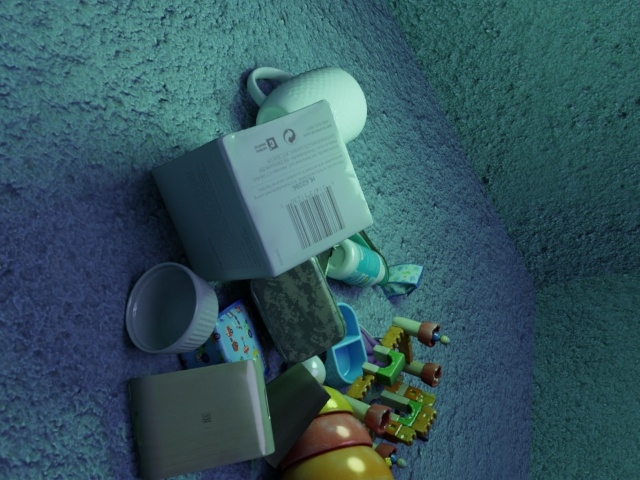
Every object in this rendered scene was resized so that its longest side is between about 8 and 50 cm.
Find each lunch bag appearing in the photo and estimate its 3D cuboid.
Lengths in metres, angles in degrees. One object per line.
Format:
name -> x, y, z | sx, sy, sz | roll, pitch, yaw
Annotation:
lunch bag -> 0.337, 0.158, 2.397 | 0.096, 0.151, 0.129 | 58, 36, -23
lunch bag -> -0.082, 0.175, 1.701 | 0.305, 0.212, 0.256 | 65, -8, -12
lunch bag -> -0.222, 0.277, 1.562 | 0.293, 0.138, 0.221 | -24, 95, -66

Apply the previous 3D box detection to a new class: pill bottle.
pill bottle -> 0.126, 0.087, 2.115 | 0.264, 0.146, 0.146 | 23, 59, -50

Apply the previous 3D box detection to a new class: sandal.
sandal -> 0.222, 0.421, 2.165 | 0.416, 0.102, 0.169 | 34, 51, -43

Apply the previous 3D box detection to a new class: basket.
basket -> -0.097, 0.437, 1.542 | 0.227, 0.154, 0.204 | -43, 111, -11

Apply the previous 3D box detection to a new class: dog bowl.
dog bowl -> 0.066, 0.338, 1.954 | 0.166, 0.074, 0.297 | -13, 88, -39

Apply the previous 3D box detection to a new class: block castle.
block castle -> 0.266, 0.503, 1.963 | 0.453, 0.212, 0.303 | -48, 140, -39

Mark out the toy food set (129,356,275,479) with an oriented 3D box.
toy food set -> -0.264, 0.398, 1.351 | 0.306, 0.092, 0.220 | -6, 81, -19

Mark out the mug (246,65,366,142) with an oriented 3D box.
mug -> -0.080, -0.433, 1.947 | 0.374, 0.276, 0.328 | 44, 42, 8

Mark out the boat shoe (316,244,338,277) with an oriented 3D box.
boat shoe -> 0.000, 0.000, 1.987 | 0.121, 0.119, 0.335 | 27, 56, -49

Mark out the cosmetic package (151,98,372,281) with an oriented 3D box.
cosmetic package -> -0.154, -0.109, 1.481 | 0.329, 0.393, 0.327 | -29, 102, -35

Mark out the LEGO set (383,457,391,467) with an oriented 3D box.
LEGO set -> 0.166, 0.700, 1.780 | 0.087, 0.093, 0.227 | 6, 56, -42

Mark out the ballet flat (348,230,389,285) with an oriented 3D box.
ballet flat -> 0.189, 0.045, 2.282 | 0.280, 0.095, 0.096 | 58, 25, -24

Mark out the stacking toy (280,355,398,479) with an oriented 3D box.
stacking toy -> 0.003, 0.533, 1.675 | 0.350, 0.350, 0.480 | 24, 43, -50

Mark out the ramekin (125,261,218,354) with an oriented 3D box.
ramekin -> -0.332, 0.162, 1.364 | 0.109, 0.207, 0.207 | 33, 51, -58

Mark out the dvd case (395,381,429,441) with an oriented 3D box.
dvd case -> 0.366, 0.677, 2.355 | 0.253, 0.022, 0.180 | 39, 48, -42
